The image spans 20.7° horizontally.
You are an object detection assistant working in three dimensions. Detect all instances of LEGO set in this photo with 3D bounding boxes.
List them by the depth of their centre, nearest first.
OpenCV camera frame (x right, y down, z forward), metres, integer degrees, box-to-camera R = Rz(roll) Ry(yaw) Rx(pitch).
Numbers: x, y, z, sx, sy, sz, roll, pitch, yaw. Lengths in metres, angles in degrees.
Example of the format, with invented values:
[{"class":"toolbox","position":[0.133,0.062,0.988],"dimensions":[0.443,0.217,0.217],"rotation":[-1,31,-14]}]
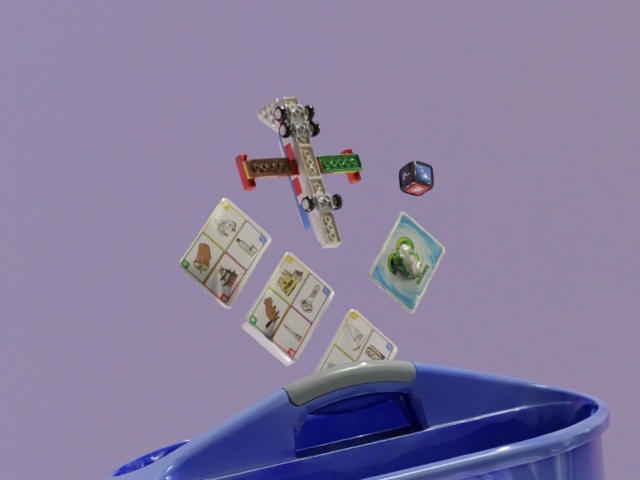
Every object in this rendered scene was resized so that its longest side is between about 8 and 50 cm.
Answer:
[{"class":"LEGO set","position":[0.000,0.000,1.354],"dimensions":[0.182,0.060,0.244],"rotation":[41,-130,-14]}]

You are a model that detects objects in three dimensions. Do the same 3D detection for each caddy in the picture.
[{"class":"caddy","position":[0.029,0.167,1.131],"dimensions":[0.341,0.241,0.179],"rotation":[-10,-86,-24]}]
